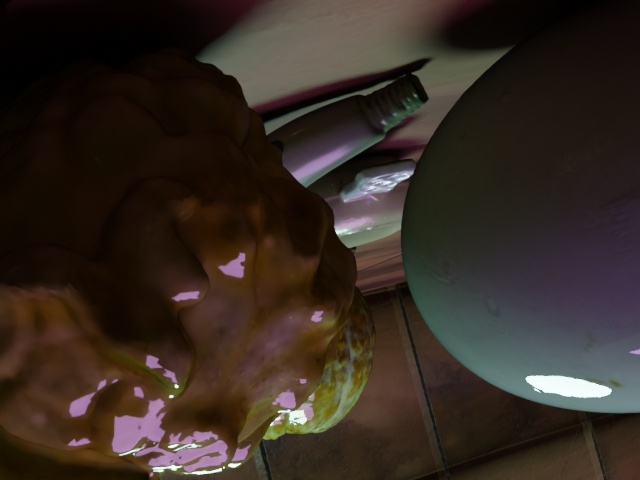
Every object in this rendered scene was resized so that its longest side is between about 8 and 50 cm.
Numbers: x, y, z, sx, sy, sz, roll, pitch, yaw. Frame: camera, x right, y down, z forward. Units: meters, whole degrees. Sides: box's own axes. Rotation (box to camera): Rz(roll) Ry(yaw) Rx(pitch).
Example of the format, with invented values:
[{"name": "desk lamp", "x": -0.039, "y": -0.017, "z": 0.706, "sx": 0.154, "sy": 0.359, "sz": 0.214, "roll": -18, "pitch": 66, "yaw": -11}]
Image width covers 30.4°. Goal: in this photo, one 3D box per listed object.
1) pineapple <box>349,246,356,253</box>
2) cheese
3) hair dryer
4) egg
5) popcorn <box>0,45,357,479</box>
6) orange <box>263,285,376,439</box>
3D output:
[{"name": "pineapple", "x": 0.000, "y": 0.000, "z": 1.257, "sx": 0.074, "sy": 0.074, "sz": 0.159, "roll": -15, "pitch": 166, "yaw": 4}, {"name": "cheese", "x": 0.027, "y": -0.036, "z": 0.981, "sx": 0.137, "sy": 0.064, "sz": 0.227, "roll": -15, "pitch": 173, "yaw": -16}, {"name": "hair dryer", "x": -0.124, "y": -0.021, "z": 0.712, "sx": 0.296, "sy": 0.119, "sz": 0.298, "roll": -4, "pitch": 152, "yaw": -45}, {"name": "egg", "x": 0.204, "y": -0.032, "z": 0.637, "sx": 0.371, "sy": 0.230, "sz": 0.230, "roll": -26, "pitch": 168, "yaw": 40}, {"name": "popcorn", "x": -0.095, "y": 0.027, "z": 0.525, "sx": 0.217, "sy": 0.181, "sz": 0.235, "roll": -36, "pitch": -157, "yaw": 12}, {"name": "orange", "x": -0.083, "y": 0.159, "z": 1.657, "sx": 0.329, "sy": 0.249, "sz": 0.329, "roll": -9, "pitch": 168, "yaw": -2}]
